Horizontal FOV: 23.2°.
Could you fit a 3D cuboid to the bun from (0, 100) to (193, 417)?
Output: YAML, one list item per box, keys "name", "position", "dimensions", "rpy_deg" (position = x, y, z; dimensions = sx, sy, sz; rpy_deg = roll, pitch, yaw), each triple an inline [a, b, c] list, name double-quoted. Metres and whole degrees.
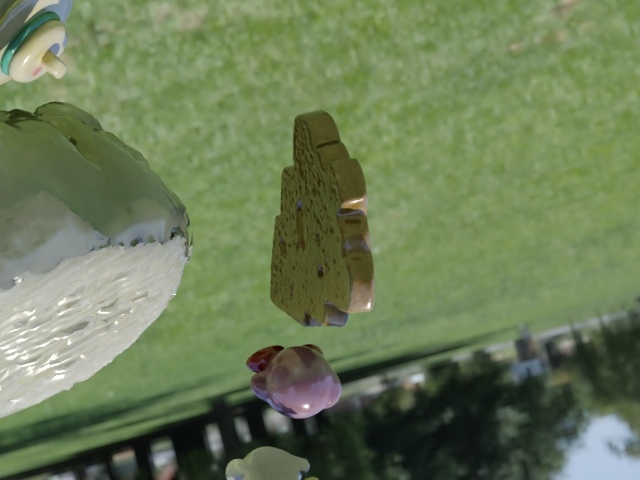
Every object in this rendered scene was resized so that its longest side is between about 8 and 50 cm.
- name: "bun"
  position: [-0.284, 0.012, 1.293]
  dimensions: [0.359, 0.211, 0.360]
  rpy_deg: [-30, 162, -11]

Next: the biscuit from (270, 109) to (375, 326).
- name: "biscuit"
  position: [0.000, 0.000, 1.474]
  dimensions: [0.041, 0.212, 0.239]
  rpy_deg: [-6, 153, -21]

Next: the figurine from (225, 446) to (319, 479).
- name: "figurine"
  position: [-0.051, 0.269, 1.455]
  dimensions: [0.081, 0.098, 0.146]
  rpy_deg: [-53, 163, -49]

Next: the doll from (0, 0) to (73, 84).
- name: "doll"
  position: [-0.373, -0.267, 1.520]
  dimensions: [0.144, 0.271, 0.208]
  rpy_deg: [-49, -143, -8]

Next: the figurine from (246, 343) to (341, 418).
- name: "figurine"
  position: [-0.024, 0.131, 1.450]
  dimensions: [0.083, 0.071, 0.067]
  rpy_deg: [-8, 141, -14]
